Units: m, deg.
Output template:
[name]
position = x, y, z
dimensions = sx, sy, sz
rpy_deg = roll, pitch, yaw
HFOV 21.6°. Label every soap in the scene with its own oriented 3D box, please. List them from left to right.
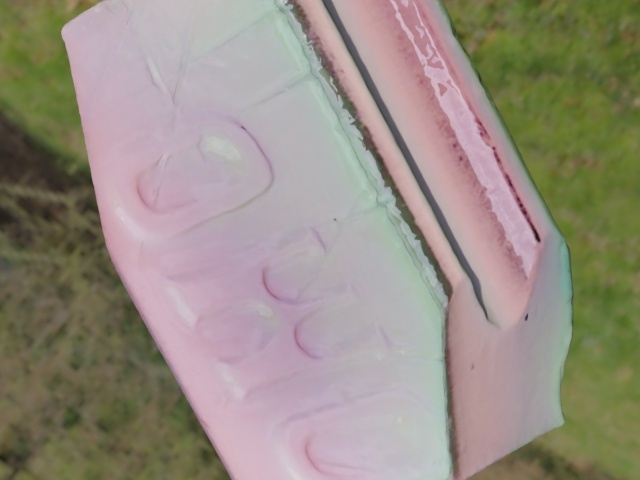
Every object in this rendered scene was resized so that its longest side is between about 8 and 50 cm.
[soap]
position = 0.000, 0.000, 0.405
dimensions = 0.100, 0.056, 0.149
rpy_deg = -20, 100, 44
